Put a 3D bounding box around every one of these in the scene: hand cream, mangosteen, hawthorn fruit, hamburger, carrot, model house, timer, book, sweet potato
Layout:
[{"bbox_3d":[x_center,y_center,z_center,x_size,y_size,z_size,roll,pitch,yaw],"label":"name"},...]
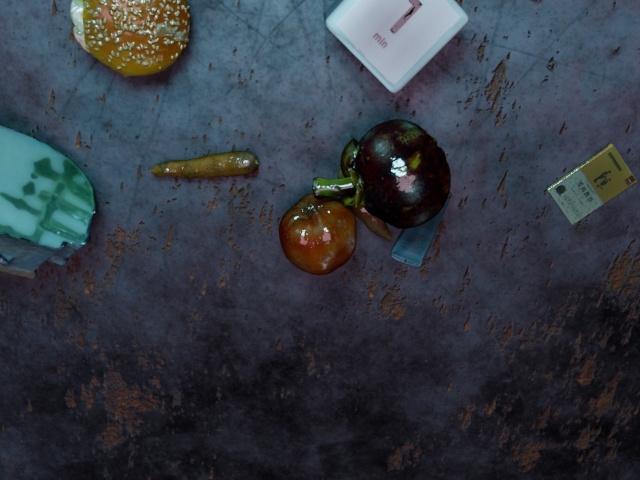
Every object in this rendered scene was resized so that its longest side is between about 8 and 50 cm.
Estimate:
[{"bbox_3d":[0.245,-0.036,1.503,0.083,0.048,0.224,20,119,-9],"label":"hand cream"},{"bbox_3d":[0.128,-0.124,1.348,0.289,0.231,0.232,-21,113,0],"label":"mangosteen"},{"bbox_3d":[0.000,0.000,1.443,0.179,0.179,0.201,-12,126,4],"label":"hawthorn fruit"},{"bbox_3d":[-0.366,-0.431,1.250,0.236,0.147,0.237,-1,117,-3],"label":"hamburger"},{"bbox_3d":[-0.257,-0.164,1.425,0.247,0.059,0.059,-5,115,5],"label":"carrot"},{"bbox_3d":[-0.700,-0.043,1.406,0.294,0.252,0.329,22,138,-35],"label":"model house"},{"bbox_3d":[0.138,-0.431,1.232,0.194,0.192,0.195,40,108,-17],"label":"timer"},{"bbox_3d":[0.626,-0.128,1.478,0.172,0.012,0.118,-37,111,15],"label":"book"},{"bbox_3d":[0.098,-0.077,1.471,0.065,0.051,0.218,-31,111,10],"label":"sweet potato"}]
